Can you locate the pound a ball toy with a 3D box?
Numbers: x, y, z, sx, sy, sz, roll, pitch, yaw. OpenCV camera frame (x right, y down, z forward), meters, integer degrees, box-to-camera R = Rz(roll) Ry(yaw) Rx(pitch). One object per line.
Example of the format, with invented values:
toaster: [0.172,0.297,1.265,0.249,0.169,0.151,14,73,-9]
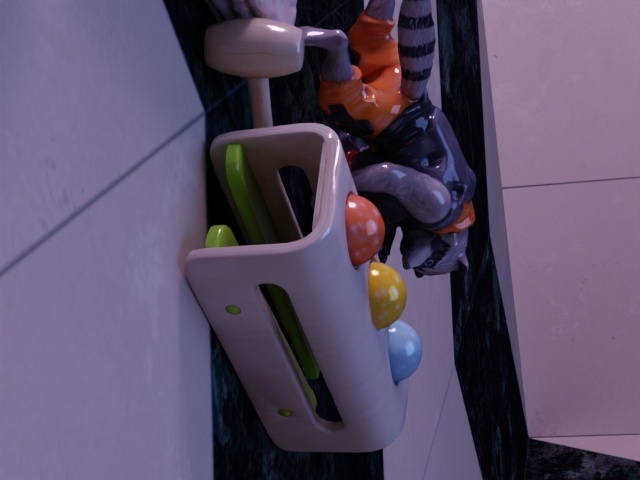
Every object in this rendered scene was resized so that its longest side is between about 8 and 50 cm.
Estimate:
pound a ball toy: [0.000,0.000,0.999,0.319,0.135,0.208,70,21,-48]

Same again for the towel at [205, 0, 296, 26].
towel: [-0.080,-0.345,0.951,0.332,0.053,0.317,56,34,-62]

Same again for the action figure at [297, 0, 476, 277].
action figure: [0.071,-0.087,1.240,0.341,0.178,0.330,-77,148,-55]
